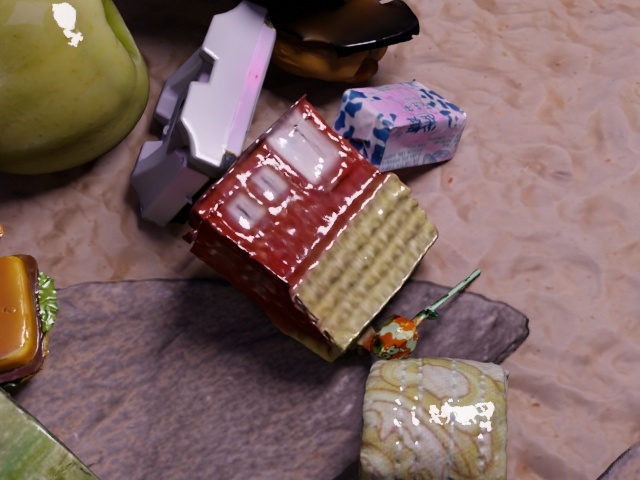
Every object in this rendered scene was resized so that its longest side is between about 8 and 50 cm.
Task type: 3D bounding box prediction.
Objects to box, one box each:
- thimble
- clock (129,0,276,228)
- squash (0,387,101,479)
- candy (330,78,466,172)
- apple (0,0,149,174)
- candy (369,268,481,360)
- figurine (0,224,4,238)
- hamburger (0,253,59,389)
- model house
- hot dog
[{"bbox_3d":[0.119,0.190,1.175,0.143,0.137,0.191,2,41,9],"label":"thimble"},{"bbox_3d":[-0.145,-0.152,1.399,0.083,0.186,0.253,24,58,-18],"label":"clock"},{"bbox_3d":[-0.391,0.330,1.090,0.263,0.263,0.384,35,70,25],"label":"squash"},{"bbox_3d":[0.093,-0.138,1.373,0.092,0.073,0.160,39,32,28],"label":"candy"},{"bbox_3d":[-0.344,-0.209,1.414,0.279,0.279,0.279,-4,58,6],"label":"apple"},{"bbox_3d":[0.123,0.078,1.282,0.184,0.055,0.049,-34,95,-36],"label":"candy"},{"bbox_3d":[-0.429,0.015,1.409,0.047,0.064,0.109,-3,46,32],"label":"figurine"},{"bbox_3d":[-0.366,0.099,1.328,0.137,0.087,0.166,-12,59,0],"label":"hamburger"},{"bbox_3d":[0.000,0.000,1.299,0.254,0.160,0.196,43,70,-2],"label":"model house"},{"bbox_3d":[-0.008,-0.290,1.507,0.194,0.107,0.326,-19,45,-15],"label":"hot dog"}]
